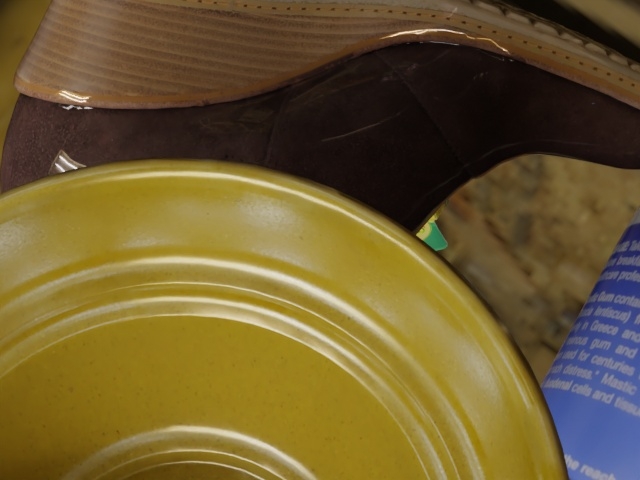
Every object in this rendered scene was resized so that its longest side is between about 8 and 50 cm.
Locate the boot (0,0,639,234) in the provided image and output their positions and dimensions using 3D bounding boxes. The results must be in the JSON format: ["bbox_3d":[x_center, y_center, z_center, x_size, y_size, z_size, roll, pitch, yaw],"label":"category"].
[{"bbox_3d":[0.000,0.000,0.725,0.248,0.207,0.090,13,-169,-10],"label":"boot"}]

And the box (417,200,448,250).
[{"bbox_3d":[0.019,-0.066,1.359,0.105,0.043,0.179,-15,105,25],"label":"box"}]

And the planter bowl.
[{"bbox_3d":[-0.042,0.092,0.533,0.217,0.217,0.090,33,162,15],"label":"planter bowl"}]

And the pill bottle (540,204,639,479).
[{"bbox_3d":[0.175,0.069,0.816,0.152,0.272,0.152,29,170,6],"label":"pill bottle"}]
